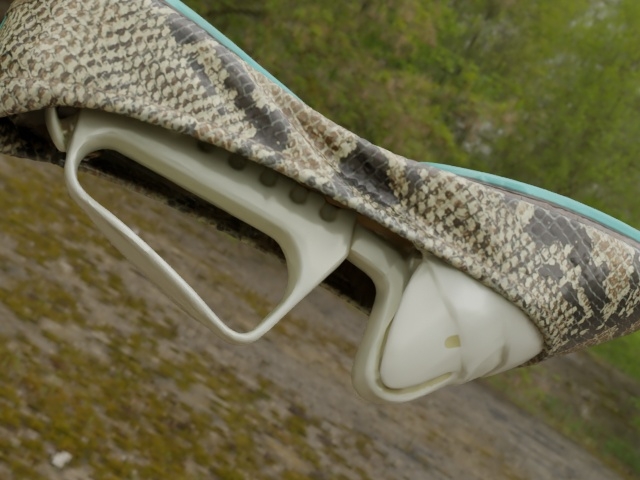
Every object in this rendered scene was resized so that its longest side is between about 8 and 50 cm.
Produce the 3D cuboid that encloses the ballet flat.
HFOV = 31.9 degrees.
[{"bbox_3d":[0.000,0.000,0.724,0.483,0.182,0.164,27,-28,-7],"label":"ballet flat"}]
